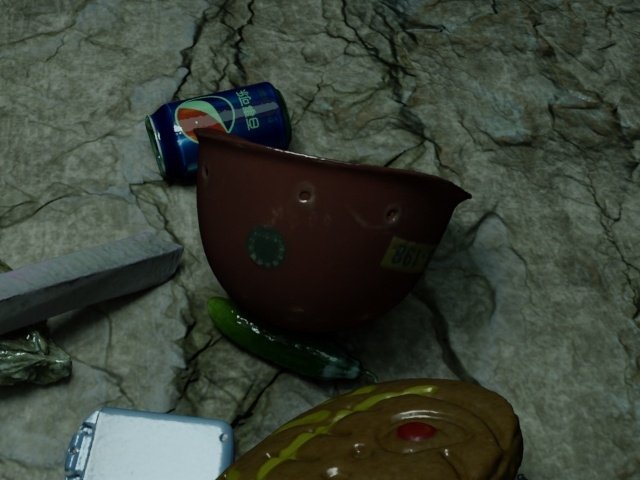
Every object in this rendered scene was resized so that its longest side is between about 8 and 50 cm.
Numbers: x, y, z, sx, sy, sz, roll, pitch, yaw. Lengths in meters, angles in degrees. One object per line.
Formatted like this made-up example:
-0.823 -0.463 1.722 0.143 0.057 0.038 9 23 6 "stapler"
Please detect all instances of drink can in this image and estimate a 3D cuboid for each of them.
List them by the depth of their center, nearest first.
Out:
-0.152 -0.164 1.203 0.205 0.118 0.118 -16 58 -13 "drink can"

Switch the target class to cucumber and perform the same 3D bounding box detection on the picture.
-0.042 0.136 1.038 0.250 0.056 0.056 21 56 13 "cucumber"

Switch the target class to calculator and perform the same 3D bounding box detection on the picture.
-0.195 0.262 0.947 0.210 0.039 0.121 6 57 -1 "calculator"

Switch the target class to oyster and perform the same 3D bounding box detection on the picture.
-0.454 0.102 1.012 0.198 0.112 0.268 -18 48 -40 "oyster"

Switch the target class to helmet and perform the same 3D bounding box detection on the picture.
0.000 0.000 1.018 0.338 0.385 0.230 15 94 29 "helmet"

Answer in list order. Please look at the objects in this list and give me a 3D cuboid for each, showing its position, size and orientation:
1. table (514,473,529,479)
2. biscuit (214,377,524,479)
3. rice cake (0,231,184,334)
0.205 0.387 0.811 0.172 0.169 0.193 34 59 19 "table"
0.046 0.244 0.817 0.350 0.070 0.394 -6 17 37 "biscuit"
-0.327 0.057 0.989 0.056 0.072 0.365 39 37 26 "rice cake"
